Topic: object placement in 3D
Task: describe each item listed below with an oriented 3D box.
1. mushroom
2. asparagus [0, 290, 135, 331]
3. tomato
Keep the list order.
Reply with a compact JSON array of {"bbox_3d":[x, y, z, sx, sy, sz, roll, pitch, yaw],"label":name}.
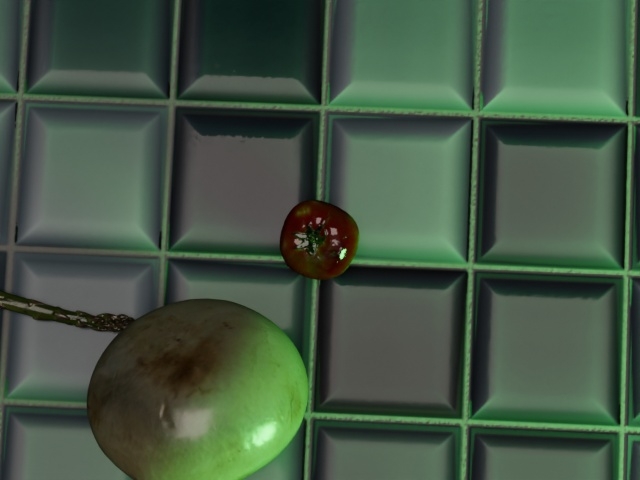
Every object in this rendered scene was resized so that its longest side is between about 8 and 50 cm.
[{"bbox_3d":[-0.124,0.166,1.769,0.226,0.226,0.178,-6,122,1],"label":"mushroom"},{"bbox_3d":[-0.319,0.068,1.866,0.248,0.025,0.024,13,42,4],"label":"asparagus"},{"bbox_3d":[0.000,0.000,1.839,0.087,0.075,0.087,1,94,13],"label":"tomato"}]
